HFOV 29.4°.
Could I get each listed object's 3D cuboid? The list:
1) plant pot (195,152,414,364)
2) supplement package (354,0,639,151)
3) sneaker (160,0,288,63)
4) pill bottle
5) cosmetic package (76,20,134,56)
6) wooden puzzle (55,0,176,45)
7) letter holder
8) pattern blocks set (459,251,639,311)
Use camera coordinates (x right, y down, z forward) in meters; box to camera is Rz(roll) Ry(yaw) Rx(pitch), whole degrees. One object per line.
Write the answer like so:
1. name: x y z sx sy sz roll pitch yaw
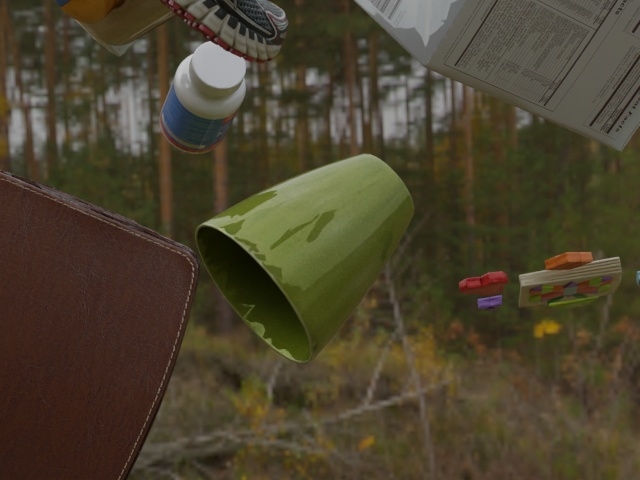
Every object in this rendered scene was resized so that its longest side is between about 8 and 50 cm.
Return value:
1. plant pot: 0.000 0.000 1.941 0.293 0.275 0.275 -39 19 -21
2. supplement package: 0.195 -0.242 1.119 0.263 0.198 0.199 16 25 -36
3. sneaker: -0.112 -0.255 1.033 0.121 0.112 0.299 42 2 40
4. pill bottle: -0.197 -0.247 2.087 0.124 0.124 0.221 -4 -19 -19
5. cosmetic package: -0.349 -0.393 1.841 0.085 0.117 0.231 37 -3 33
6. wooden puzzle: -0.294 -0.404 1.538 0.322 0.348 0.080 -18 35 46
7. letter holder: -0.240 0.118 1.126 0.214 0.302 0.152 22 -1 3
8. pattern blocks set: 0.421 0.075 2.068 0.325 0.026 0.285 -14 -21 19
